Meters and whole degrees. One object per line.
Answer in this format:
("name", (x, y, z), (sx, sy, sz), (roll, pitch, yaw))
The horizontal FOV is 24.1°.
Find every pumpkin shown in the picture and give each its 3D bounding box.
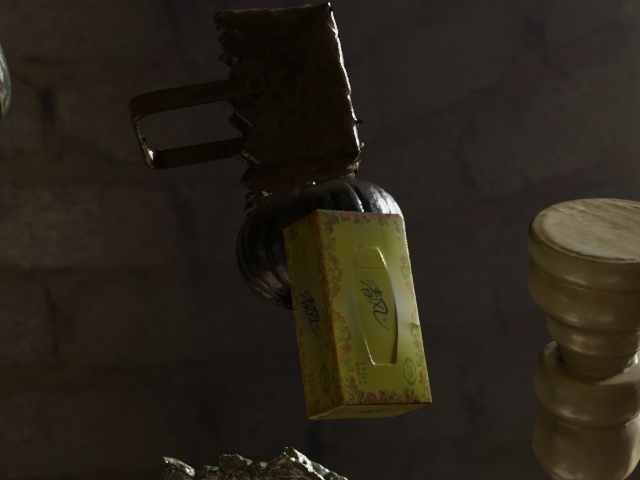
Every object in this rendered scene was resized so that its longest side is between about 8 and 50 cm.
("pumpkin", (0.000, 0.000, 1.705), (0.202, 0.140, 0.202), (-11, -10, -2))

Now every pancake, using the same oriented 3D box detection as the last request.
("pancake", (-0.009, 0.323, 1.850), (0.305, 0.067, 0.426), (35, -25, -24))

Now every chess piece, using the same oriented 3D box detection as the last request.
("chess piece", (0.286, 0.122, 1.543), (0.167, 0.300, 0.167), (0, 24, 0))

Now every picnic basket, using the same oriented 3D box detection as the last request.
("picnic basket", (-0.112, -0.184, 2.183), (0.321, 0.291, 0.254), (-11, -13, -3))

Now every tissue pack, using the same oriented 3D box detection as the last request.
("tissue pack", (0.032, 0.064, 1.309), (0.095, 0.176, 0.062), (3, -18, -32))

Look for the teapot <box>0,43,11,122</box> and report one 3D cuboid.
("teapot", (-0.466, -0.264, 1.575), (0.223, 0.285, 0.305), (-14, -21, 3))
